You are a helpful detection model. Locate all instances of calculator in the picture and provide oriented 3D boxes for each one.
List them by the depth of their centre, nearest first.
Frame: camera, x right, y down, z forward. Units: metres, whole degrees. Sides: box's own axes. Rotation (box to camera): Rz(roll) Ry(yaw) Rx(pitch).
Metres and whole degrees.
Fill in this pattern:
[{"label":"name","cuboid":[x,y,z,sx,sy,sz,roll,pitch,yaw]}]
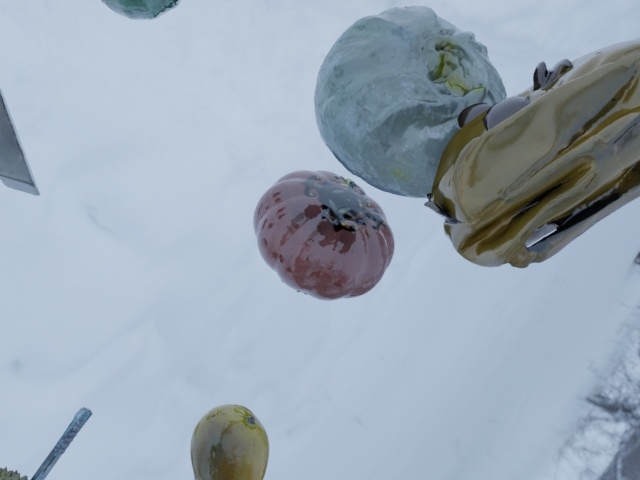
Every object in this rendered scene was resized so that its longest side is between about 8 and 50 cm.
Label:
[{"label":"calculator","cuboid":[-0.526,0.417,1.440,0.172,0.018,0.057,-56,169,-17]}]

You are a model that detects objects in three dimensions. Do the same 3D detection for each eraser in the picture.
[{"label":"eraser","cuboid":[-0.793,-0.271,1.744,0.077,0.352,0.111,-21,172,-17]}]

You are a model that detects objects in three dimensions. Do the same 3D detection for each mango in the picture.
[{"label":"mango","cuboid":[-0.120,0.286,0.905,0.076,0.103,0.161,-34,139,-74]}]

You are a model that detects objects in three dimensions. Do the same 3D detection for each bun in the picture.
[{"label":"bun","cuboid":[0.169,-0.247,1.207,0.362,0.362,0.211,-36,169,-33]}]

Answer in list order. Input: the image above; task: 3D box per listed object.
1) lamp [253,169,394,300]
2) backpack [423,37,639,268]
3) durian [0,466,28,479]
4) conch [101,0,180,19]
[{"label":"lamp","cuboid":[0.000,0.000,1.469,0.305,0.305,0.239,-21,149,-48]},{"label":"backpack","cuboid":[0.309,-0.125,0.916,0.378,0.201,0.353,-36,-175,7]},{"label":"durian","cuboid":[-0.592,0.537,1.325,0.138,0.193,0.237,-18,114,-11]},{"label":"conch","cuboid":[-0.164,-0.253,0.540,0.122,0.188,0.176,-56,-164,10]}]
